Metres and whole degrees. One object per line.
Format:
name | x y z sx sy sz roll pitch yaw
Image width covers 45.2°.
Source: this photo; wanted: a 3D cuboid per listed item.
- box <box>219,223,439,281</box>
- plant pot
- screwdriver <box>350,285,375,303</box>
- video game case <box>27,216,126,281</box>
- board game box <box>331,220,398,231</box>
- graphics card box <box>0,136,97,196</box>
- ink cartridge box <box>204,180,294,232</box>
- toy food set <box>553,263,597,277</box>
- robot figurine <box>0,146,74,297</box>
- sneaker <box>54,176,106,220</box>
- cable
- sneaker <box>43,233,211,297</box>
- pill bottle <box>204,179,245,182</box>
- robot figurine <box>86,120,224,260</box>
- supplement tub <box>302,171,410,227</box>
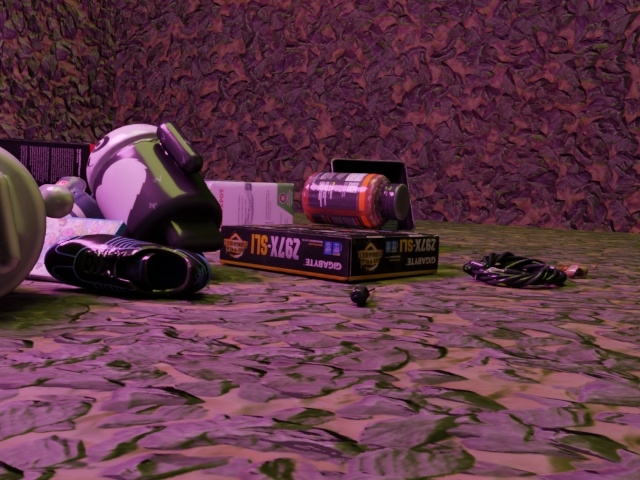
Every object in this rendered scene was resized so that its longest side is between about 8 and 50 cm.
box | 0.013 0.015 1.409 0.322 0.079 0.257 6 4 41
plant pot | 0.104 -0.075 1.858 0.187 0.188 0.167 1 -23 -14
screwdriver | 0.061 0.074 1.083 0.025 0.024 0.170 -26 -5 6
video game case | -0.389 0.012 1.161 0.166 0.015 0.119 4 50 25
board game box | 0.097 -0.028 1.673 0.186 0.126 0.026 -1 6 -39
graphics card box | -0.688 -0.118 1.750 0.094 0.233 0.371 12 10 40
ink cartridge box | -0.173 -0.062 1.803 0.208 0.153 0.087 1 4 -26
toy food set | 0.458 0.059 1.449 0.122 0.019 0.078 -4 2 22
robot figurine | -0.454 -0.028 0.937 0.300 0.200 0.353 -8 9 -30
sneaker | -0.592 -0.068 1.692 0.131 0.148 0.350 4 5 25
cable | 0.348 0.049 1.327 0.184 0.047 0.150 -1 5 -37
sneaker | -0.266 0.032 1.032 0.232 0.081 0.090 4 -3 2
pill bottle | -0.264 -0.089 2.084 0.265 0.153 0.153 -2 6 -42
robot figurine | -0.272 -0.066 1.257 0.209 0.278 0.173 -34 -27 -4
supplement tub | 0.070 -0.078 1.491 0.198 0.106 0.106 6 6 30
